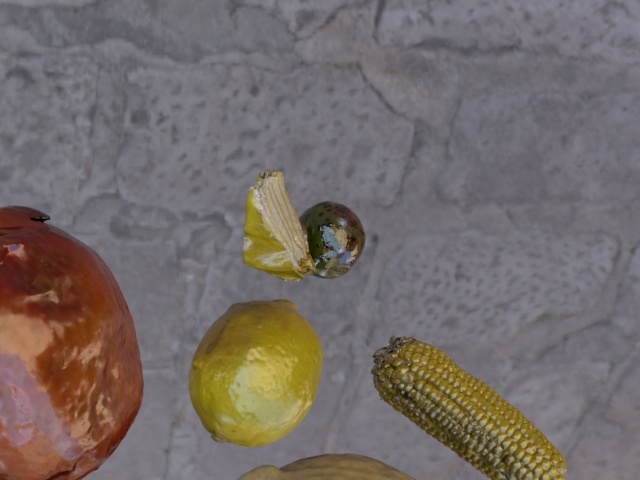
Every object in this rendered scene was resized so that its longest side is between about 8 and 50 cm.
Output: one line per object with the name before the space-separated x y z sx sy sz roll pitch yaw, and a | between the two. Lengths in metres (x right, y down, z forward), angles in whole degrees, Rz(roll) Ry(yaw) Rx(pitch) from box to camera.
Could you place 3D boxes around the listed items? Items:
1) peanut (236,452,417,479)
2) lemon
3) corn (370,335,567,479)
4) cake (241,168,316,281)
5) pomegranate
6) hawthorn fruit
peanut | 0.064 0.314 1.075 0.340 0.158 0.174 36 140 -15
lemon | -0.111 0.228 1.845 0.233 0.288 0.233 19 153 10
corn | 0.200 0.242 1.457 0.115 0.318 0.115 -44 155 -27
cake | -0.055 -0.006 1.516 0.116 0.080 0.185 26 128 9
pomegranate | 0.007 0.002 1.634 0.130 0.130 0.130 -6 135 -6
hawthorn fruit | -0.191 0.067 0.648 0.179 0.173 0.173 37 122 -7
